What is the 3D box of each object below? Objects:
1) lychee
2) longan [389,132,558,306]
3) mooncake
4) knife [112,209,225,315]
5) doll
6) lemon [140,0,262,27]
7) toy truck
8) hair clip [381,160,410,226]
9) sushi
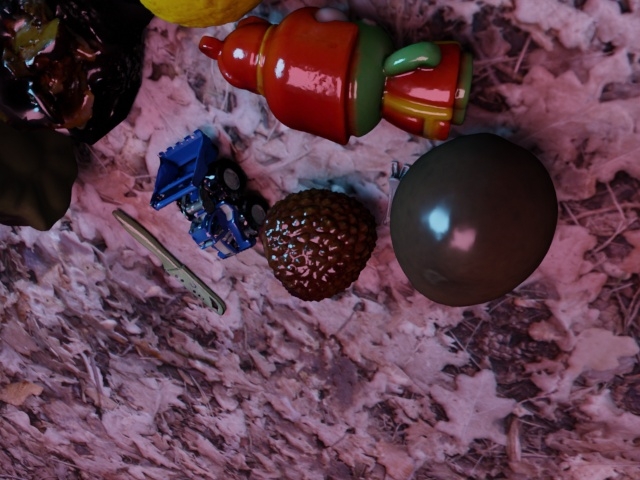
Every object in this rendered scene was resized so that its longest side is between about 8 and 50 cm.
[{"bbox_3d":[0.000,0.000,1.063,0.188,0.188,0.188,13,129,17],"label":"lychee"},{"bbox_3d":[0.196,-0.024,0.893,0.249,0.248,0.248,13,129,17],"label":"longan"},{"bbox_3d":[-0.571,-0.148,1.108,0.188,0.351,0.351,-9,120,36],"label":"mooncake"},{"bbox_3d":[-0.294,0.046,1.331,0.293,0.019,0.043,43,129,-11],"label":"knife"},{"bbox_3d":[0.012,-0.213,0.889,0.363,0.160,0.182,17,173,9],"label":"doll"},{"bbox_3d":[-0.150,-0.356,0.859,0.180,0.180,0.193,46,133,-12],"label":"lemon"},{"bbox_3d":[-0.190,-0.065,1.127,0.113,0.126,0.208,-23,111,36],"label":"toy truck"},{"bbox_3d":[0.111,-0.063,1.046,0.030,0.039,0.115,19,133,19],"label":"hair clip"},{"bbox_3d":[-0.406,-0.279,1.013,0.216,0.212,0.227,35,135,0],"label":"sushi"}]
